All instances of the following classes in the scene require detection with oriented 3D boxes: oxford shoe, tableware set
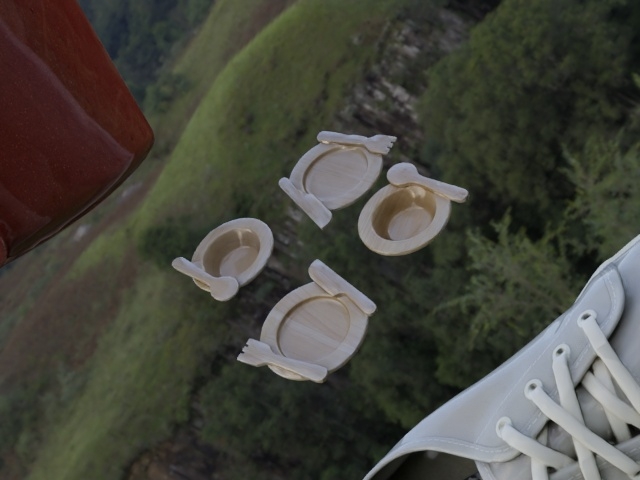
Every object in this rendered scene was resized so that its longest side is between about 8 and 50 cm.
[{"bbox_3d":[0.187,0.120,0.625,0.449,0.169,0.130,-42,-18,25],"label":"oxford shoe"},{"bbox_3d":[0.000,0.000,0.542,0.169,0.020,0.141,-47,46,-14],"label":"tableware set"}]

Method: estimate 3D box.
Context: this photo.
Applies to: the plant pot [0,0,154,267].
[{"bbox_3d":[-0.296,-0.077,0.608,0.267,0.267,0.236,-24,26,8],"label":"plant pot"}]
